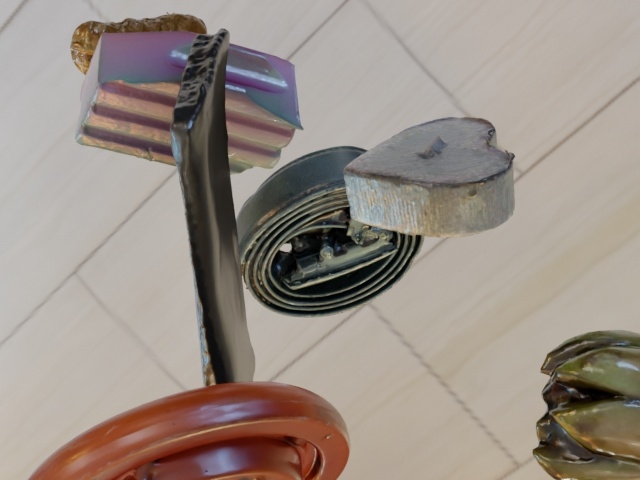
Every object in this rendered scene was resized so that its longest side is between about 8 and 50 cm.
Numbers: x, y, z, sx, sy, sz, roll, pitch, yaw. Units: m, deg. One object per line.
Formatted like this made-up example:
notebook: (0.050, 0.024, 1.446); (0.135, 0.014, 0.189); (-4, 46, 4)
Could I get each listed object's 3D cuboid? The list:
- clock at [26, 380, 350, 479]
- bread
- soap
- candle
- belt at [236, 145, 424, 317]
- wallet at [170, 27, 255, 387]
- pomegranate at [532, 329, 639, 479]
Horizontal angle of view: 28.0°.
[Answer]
clock: (-0.079, 0.149, 0.755); (0.205, 0.205, 0.051); (-39, 56, 29)
bread: (-0.162, -0.178, 1.169); (0.044, 0.157, 0.052); (39, 122, 27)
soap: (-0.091, -0.099, 0.919); (0.149, 0.056, 0.100); (12, 146, -17)
candle: (0.109, -0.063, 1.300); (0.168, 0.192, 0.068); (-10, 114, 3)
belt: (0.000, 0.000, 1.636); (0.267, 0.116, 0.206); (-28, 129, 8)
wallet: (-0.066, 0.015, 0.845); (0.030, 0.146, 0.285); (-2, 120, 5)
pomegranate: (0.237, 0.109, 0.603); (0.241, 0.159, 0.190); (37, 127, -22)
